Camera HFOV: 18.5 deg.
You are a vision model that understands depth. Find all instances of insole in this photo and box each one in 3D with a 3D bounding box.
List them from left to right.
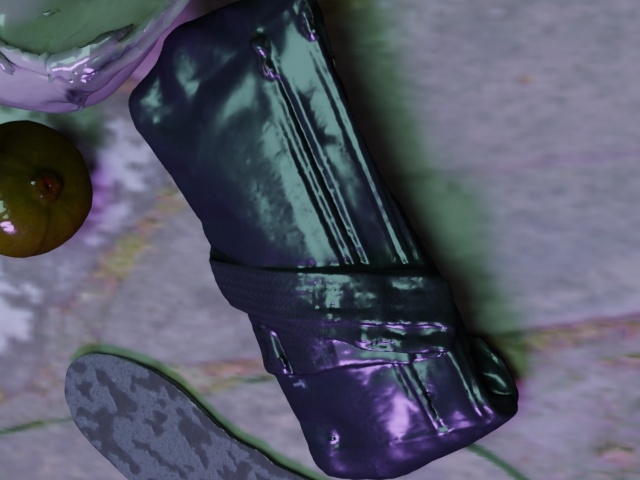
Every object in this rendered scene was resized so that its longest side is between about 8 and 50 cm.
[{"bbox_3d":[-0.063,0.119,1.057,0.193,0.006,0.065,28,111,22],"label":"insole"}]

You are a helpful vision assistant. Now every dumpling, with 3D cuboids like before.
[{"bbox_3d":[-0.128,-0.142,0.981,0.247,0.142,0.172,27,77,47],"label":"dumpling"}]

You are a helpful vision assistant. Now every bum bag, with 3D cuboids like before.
[{"bbox_3d":[0.000,0.000,0.972,0.123,0.060,0.248,-24,88,31],"label":"bum bag"}]

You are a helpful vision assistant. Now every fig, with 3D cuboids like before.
[{"bbox_3d":[-0.165,-0.027,1.055,0.088,0.074,0.074,-2,99,56],"label":"fig"}]
